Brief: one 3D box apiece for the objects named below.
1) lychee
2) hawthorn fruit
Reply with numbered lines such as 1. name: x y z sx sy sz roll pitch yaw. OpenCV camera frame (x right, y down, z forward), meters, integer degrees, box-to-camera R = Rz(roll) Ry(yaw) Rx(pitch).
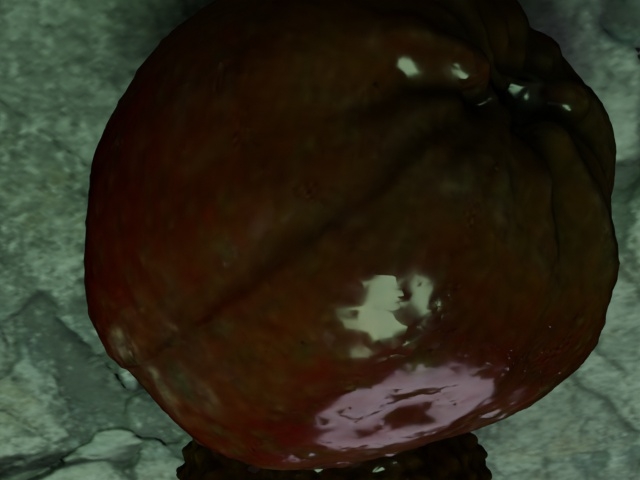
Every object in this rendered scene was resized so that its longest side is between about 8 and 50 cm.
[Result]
1. lychee: 0.010 0.159 1.094 0.200 0.200 0.238 -4 151 8
2. hawthorn fruit: 0.016 -0.009 0.852 0.258 0.258 0.262 26 108 -25
